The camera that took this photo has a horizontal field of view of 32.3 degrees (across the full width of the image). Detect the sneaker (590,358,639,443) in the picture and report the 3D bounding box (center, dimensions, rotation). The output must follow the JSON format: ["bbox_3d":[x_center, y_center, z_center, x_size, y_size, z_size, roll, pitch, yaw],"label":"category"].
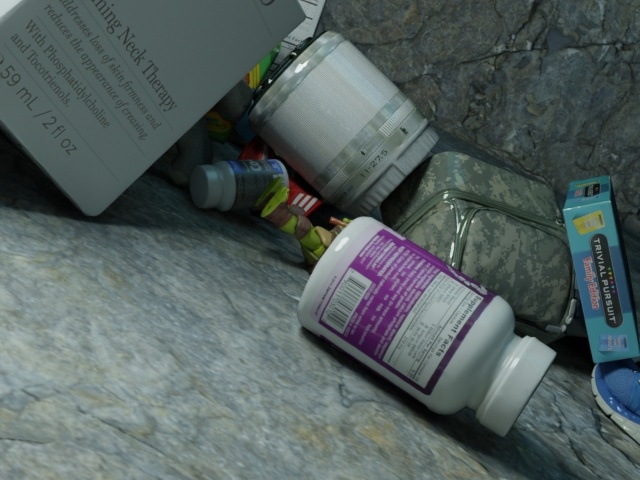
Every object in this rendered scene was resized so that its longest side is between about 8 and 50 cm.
[{"bbox_3d":[0.537,0.251,1.692,0.129,0.147,0.330,22,16,-25],"label":"sneaker"}]

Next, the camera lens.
[{"bbox_3d":[0.033,-0.194,1.844,0.274,0.219,0.219,43,15,-2],"label":"camera lens"}]

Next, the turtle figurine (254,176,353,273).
[{"bbox_3d":[0.000,0.000,1.656,0.217,0.087,0.269,40,18,-18],"label":"turtle figurine"}]

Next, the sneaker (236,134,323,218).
[{"bbox_3d":[-0.071,-0.088,1.873,0.128,0.087,0.221,31,24,-26],"label":"sneaker"}]

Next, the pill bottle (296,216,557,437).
[{"bbox_3d":[0.135,0.112,1.388,0.301,0.169,0.169,33,16,13],"label":"pill bottle"}]

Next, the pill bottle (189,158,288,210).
[{"bbox_3d":[-0.124,-0.084,1.685,0.137,0.078,0.078,-4,32,-33],"label":"pill bottle"}]

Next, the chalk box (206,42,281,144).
[{"bbox_3d":[-0.205,-0.309,1.968,0.180,0.289,0.179,24,36,-14],"label":"chalk box"}]

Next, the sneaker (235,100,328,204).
[{"bbox_3d":[-0.061,-0.172,2.040,0.319,0.127,0.208,32,14,16],"label":"sneaker"}]

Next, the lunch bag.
[{"bbox_3d":[0.271,0.029,1.835,0.305,0.212,0.256,18,50,-31],"label":"lunch bag"}]

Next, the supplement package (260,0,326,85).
[{"bbox_3d":[-0.105,-0.438,2.207,0.198,0.263,0.199,19,14,-3],"label":"supplement package"}]

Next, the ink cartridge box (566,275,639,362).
[{"bbox_3d":[0.483,0.152,2.107,0.385,0.091,0.308,53,22,18],"label":"ink cartridge box"}]

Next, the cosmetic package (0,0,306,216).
[{"bbox_3d":[-0.301,-0.320,1.386,0.327,0.393,0.329,39,-11,34],"label":"cosmetic package"}]

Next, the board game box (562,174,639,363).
[{"bbox_3d":[0.481,0.038,1.883,0.079,0.254,0.336,-11,8,16],"label":"board game box"}]

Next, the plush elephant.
[{"bbox_3d":[-0.292,-0.266,1.739,0.255,0.330,0.272,1,43,20],"label":"plush elephant"}]
